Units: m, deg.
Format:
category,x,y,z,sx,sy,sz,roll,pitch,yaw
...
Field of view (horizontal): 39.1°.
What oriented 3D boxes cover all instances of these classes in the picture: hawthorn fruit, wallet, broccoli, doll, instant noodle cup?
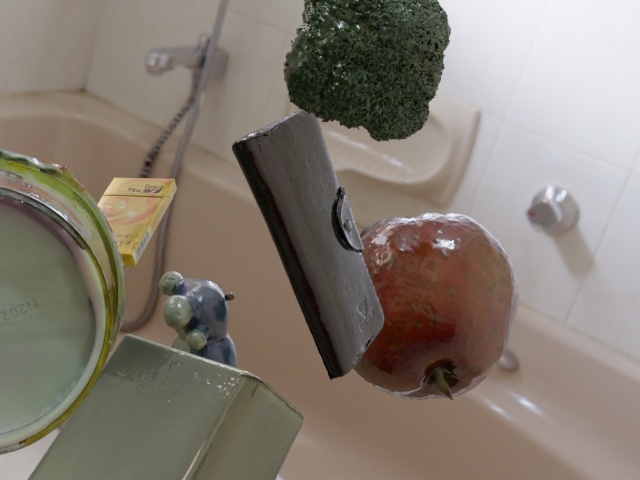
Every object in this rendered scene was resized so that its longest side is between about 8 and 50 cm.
category,x,y,z,sx,sy,sz,roll,pitch,yaw
hawthorn fruit,0.218,0.150,1.827,0.403,0.402,0.403,16,20,-6
wallet,0.000,0.000,1.130,0.045,0.318,0.172,-14,13,31
broccoli,0.071,-0.309,1.502,0.308,0.307,0.275,4,2,-34
doll,-0.251,0.205,1.852,0.154,0.258,0.228,-4,19,-15
instant noodle cup,-0.282,0.054,0.736,0.264,0.264,0.200,11,2,-17

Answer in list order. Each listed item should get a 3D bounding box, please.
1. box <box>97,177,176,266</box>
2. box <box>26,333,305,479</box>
category,x,y,z,sx,sy,sz,roll,pitch,yaw
box,-0.427,-0.044,1.957,0.152,0.043,0.269,4,39,13
box,-0.244,0.342,1.319,0.352,0.343,0.177,9,-28,43
